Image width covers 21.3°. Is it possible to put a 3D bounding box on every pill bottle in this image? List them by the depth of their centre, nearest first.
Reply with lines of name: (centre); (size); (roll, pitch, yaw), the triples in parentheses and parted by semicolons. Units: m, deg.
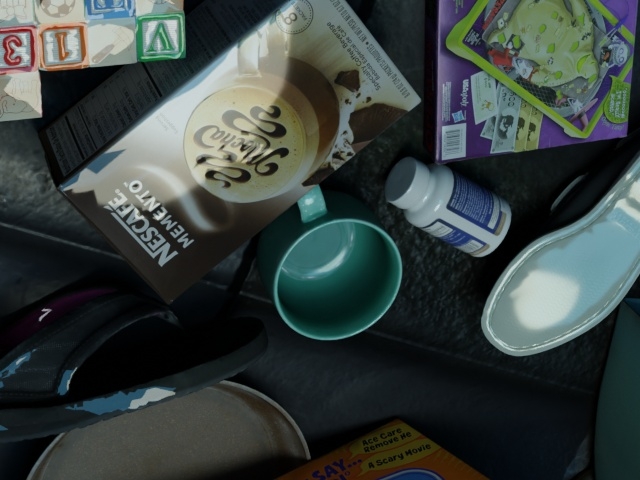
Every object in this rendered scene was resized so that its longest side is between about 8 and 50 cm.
pill bottle: (0.123, -0.036, 1.675); (0.120, 0.067, 0.067); (27, 106, -29)

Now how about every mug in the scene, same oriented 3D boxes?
mug: (0.007, 0.005, 1.639); (0.129, 0.097, 0.158); (8, 113, -22)

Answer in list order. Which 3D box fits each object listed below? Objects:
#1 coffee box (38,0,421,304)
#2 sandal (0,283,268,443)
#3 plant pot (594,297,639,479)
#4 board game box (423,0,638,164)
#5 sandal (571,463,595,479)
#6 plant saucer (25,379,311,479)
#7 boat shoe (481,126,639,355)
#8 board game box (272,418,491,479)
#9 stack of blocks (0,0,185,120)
coffee box: (-0.084, -0.108, 1.534); (0.297, 0.119, 0.168); (-39, 123, 4)
sandal: (-0.264, 0.113, 1.575); (0.446, 0.167, 0.107); (-12, 103, -13)
plant pot: (0.394, 0.207, 1.835); (0.165, 0.165, 0.234); (6, 113, -22)
board game box: (0.201, -0.248, 1.602); (0.208, 0.056, 0.347); (-6, 119, -11)
sandal: (0.275, 0.335, 1.929); (0.219, 0.060, 0.090); (-35, 122, 1)
plant saucer: (-0.162, 0.259, 1.739); (0.310, 0.050, 0.310); (-10, 123, -16)
boat shoe: (0.282, -0.005, 1.731); (0.302, 0.091, 0.114); (-40, 102, 7)
board game box: (0.058, 0.462, 1.685); (0.356, 0.356, 0.356); (-22, 126, -33)
stack of blocks: (-0.268, -0.196, 1.443); (0.297, 0.087, 0.171); (-8, 119, -15)
